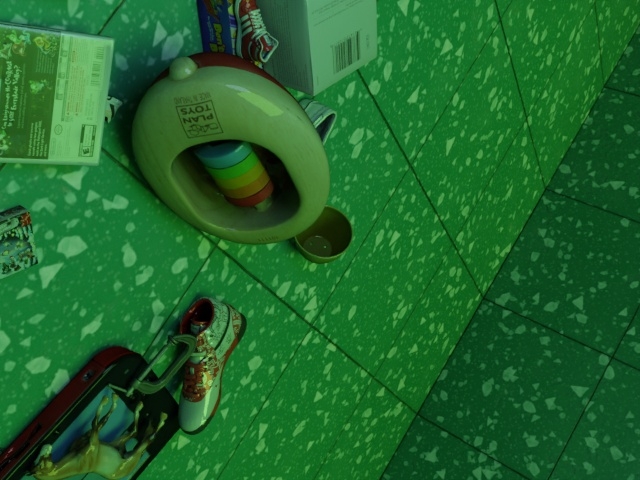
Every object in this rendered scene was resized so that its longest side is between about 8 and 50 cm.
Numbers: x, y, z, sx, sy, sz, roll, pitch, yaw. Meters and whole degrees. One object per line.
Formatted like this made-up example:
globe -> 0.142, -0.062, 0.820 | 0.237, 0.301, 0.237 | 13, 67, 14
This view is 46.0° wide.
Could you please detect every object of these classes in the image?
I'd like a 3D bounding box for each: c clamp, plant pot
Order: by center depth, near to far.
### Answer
c clamp -> -0.297, 0.230, 1.390 | 0.161, 0.022, 0.137 | -48, 150, -9
plant pot -> 0.000, 0.000, 1.702 | 0.134, 0.134, 0.095 | -47, 168, -26

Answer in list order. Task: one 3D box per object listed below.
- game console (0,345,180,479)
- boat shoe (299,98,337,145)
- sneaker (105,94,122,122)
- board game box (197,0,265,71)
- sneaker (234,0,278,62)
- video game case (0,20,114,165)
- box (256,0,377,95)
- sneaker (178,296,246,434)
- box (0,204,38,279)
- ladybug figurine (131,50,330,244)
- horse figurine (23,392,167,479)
game console -> -0.432, 0.409, 1.405 | 0.386, 0.060, 0.342 | -49, 145, -23
boat shoe -> -0.051, -0.164, 1.534 | 0.095, 0.084, 0.258 | 22, 93, -58
sneaker -> -0.342, -0.207, 1.125 | 0.109, 0.040, 0.044 | 22, 95, -58
board game box -> -0.062, -0.420, 1.347 | 0.347, 0.078, 0.233 | -37, 139, -36
sneaker -> -0.102, -0.342, 1.205 | 0.042, 0.067, 0.118 | -32, 136, -41
video game case -> -0.383, -0.199, 1.048 | 0.173, 0.022, 0.190 | -2, 114, -38
box -> -0.003, -0.372, 1.278 | 0.181, 0.119, 0.182 | -39, 140, -34
sneaker -> -0.249, 0.245, 1.512 | 0.145, 0.090, 0.270 | 46, 62, -56
box -> -0.481, 0.016, 1.090 | 0.137, 0.027, 0.094 | -30, 134, -42
ladybug figurine -> -0.142, -0.156, 1.261 | 0.449, 0.305, 0.162 | 69, 16, -57
horse figurine -> -0.376, 0.364, 1.345 | 0.174, 0.066, 0.263 | -60, 150, -7
